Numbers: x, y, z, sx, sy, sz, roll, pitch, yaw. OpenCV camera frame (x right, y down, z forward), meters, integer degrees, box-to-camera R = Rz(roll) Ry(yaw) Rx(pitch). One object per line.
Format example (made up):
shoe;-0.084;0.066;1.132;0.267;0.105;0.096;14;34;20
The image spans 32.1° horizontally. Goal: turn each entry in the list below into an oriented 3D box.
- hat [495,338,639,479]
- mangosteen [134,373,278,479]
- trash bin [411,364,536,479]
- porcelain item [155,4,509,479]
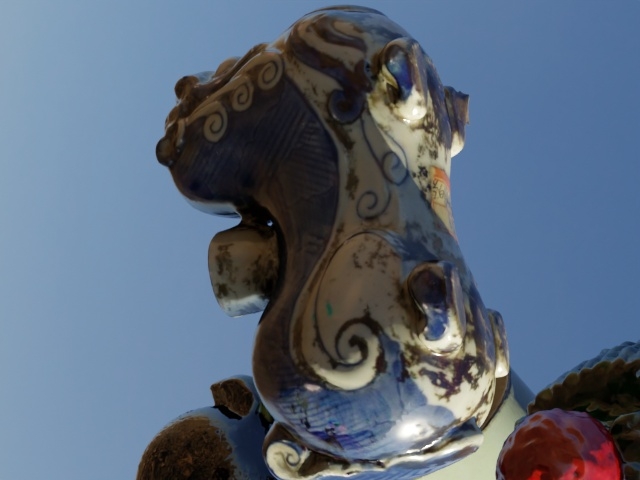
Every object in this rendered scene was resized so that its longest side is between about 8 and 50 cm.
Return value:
hat;0.288;0.227;1.075;0.274;0.332;0.242;-50;-115;20
mangosteen;-0.101;0.284;1.297;0.243;0.243;0.242;-25;-119;58
trash bin;0.270;0.381;1.496;0.280;0.432;0.280;-35;-162;13
porcelain item;0.000;0.000;0.651;0.186;0.138;0.287;-14;-107;18
